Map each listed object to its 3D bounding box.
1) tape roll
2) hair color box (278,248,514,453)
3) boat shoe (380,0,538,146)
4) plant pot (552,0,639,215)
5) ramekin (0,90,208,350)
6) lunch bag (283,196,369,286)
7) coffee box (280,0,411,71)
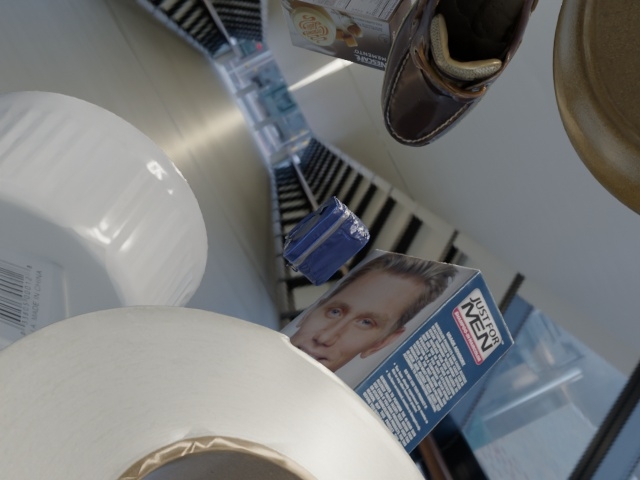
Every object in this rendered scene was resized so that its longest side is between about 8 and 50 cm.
[{"bbox_3d":[-0.056,0.216,0.391,0.392,0.072,0.391,29,40,-27],"label":"tape roll"},{"bbox_3d":[0.006,0.157,0.719,0.174,0.347,0.105,12,-44,56],"label":"hair color box"},{"bbox_3d":[0.139,-0.204,0.728,0.123,0.123,0.342,36,-41,-1],"label":"boat shoe"},{"bbox_3d":[0.218,-0.112,0.339,0.032,0.236,0.236,16,40,-50],"label":"plant pot"},{"bbox_3d":[-0.256,0.018,0.669,0.277,0.277,0.135,61,25,-27],"label":"ramekin"},{"bbox_3d":[0.000,0.000,0.835,0.065,0.098,0.067,45,7,-12],"label":"lunch bag"},{"bbox_3d":[0.056,-0.445,1.468,0.247,0.098,0.141,22,-23,21],"label":"coffee box"}]
